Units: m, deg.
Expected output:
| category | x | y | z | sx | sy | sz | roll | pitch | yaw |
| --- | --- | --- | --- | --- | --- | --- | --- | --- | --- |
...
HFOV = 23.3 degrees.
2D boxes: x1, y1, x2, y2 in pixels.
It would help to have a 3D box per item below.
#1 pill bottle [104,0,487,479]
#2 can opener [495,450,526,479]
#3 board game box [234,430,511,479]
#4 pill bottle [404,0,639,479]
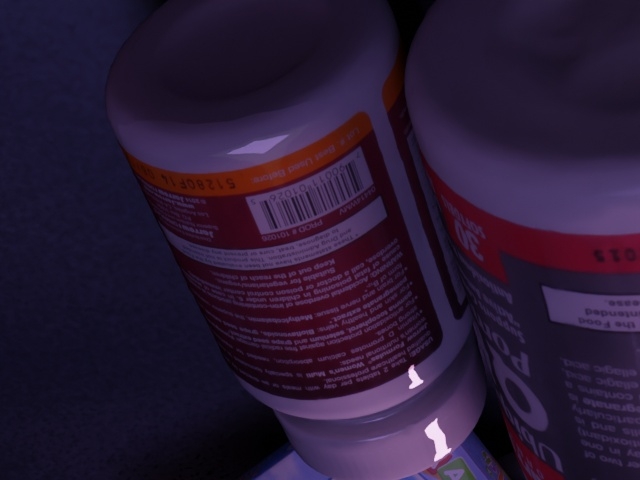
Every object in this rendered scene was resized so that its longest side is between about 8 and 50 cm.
| category | x | y | z | sx | sy | sz | roll | pitch | yaw |
| --- | --- | --- | --- | --- | --- | --- | --- | --- | --- |
| pill bottle | 0.000 | 0.000 | 0.672 | 0.121 | 0.121 | 0.221 | -11 | 132 | 12 |
| can opener | 0.104 | 0.219 | 0.921 | 0.093 | 0.074 | 0.280 | 36 | 132 | 16 |
| board game box | 0.013 | 0.184 | 0.826 | 0.211 | 0.039 | 0.160 | -38 | 93 | 15 |
| pill bottle | 0.155 | 0.031 | 0.655 | 0.176 | 0.176 | 0.318 | -11 | 131 | 12 |
